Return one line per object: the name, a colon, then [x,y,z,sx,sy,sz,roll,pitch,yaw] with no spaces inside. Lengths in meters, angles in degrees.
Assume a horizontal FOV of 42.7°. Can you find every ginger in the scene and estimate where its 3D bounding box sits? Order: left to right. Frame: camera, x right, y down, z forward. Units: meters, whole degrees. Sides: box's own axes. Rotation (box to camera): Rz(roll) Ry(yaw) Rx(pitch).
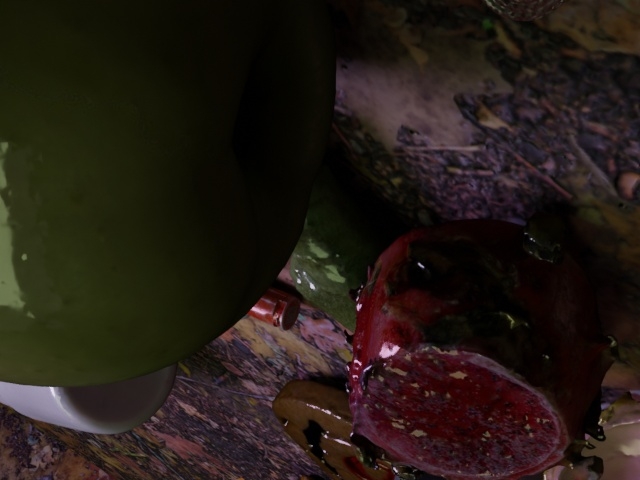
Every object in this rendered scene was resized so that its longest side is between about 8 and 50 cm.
ginger: [0.002,0.004,0.740,0.290,0.089,0.137,49,173,-33]

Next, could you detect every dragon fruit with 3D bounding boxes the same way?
dragon fruit: [0.119,0.109,0.645,0.210,0.147,0.282,19,135,-12]

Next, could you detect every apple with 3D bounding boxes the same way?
apple: [-0.164,-0.093,0.492,0.357,0.357,0.357,26,150,16]

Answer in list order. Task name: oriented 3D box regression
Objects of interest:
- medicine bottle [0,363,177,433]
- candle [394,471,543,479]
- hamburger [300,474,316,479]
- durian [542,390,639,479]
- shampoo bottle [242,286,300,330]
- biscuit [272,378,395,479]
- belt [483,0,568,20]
medicine bottle: [-0.403,0.188,1.311,0.371,0.211,0.211,-7,131,51]
candle: [0.237,0.311,0.843,0.330,0.187,0.187,9,143,24]
hamburger: [-0.024,0.494,1.431,0.162,0.115,0.162,62,172,14]
durian: [0.294,0.280,0.689,0.195,0.305,0.185,22,165,-36]
shampoo bottle: [-0.126,0.049,0.972,0.220,0.051,0.108,21,146,25]
biscuit: [0.092,0.321,1.114,0.314,0.063,0.367,9,144,47]
belt: [0.155,-0.168,0.353,0.071,0.053,0.232,48,149,-8]
